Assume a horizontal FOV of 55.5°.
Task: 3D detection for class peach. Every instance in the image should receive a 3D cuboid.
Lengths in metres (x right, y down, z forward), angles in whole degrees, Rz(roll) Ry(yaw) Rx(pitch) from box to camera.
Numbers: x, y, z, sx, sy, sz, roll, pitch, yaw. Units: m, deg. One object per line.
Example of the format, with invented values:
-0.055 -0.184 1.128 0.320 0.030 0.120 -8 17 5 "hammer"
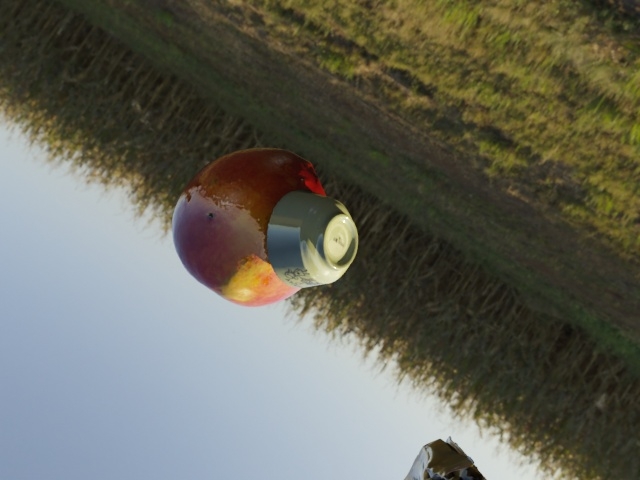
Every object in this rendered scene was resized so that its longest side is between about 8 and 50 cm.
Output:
-0.151 -0.043 1.417 0.388 0.388 0.388 33 178 1 "peach"

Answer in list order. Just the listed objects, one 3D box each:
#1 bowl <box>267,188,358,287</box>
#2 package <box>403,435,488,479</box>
0.000 0.000 1.244 0.112 0.211 0.211 5 159 41 "bowl"
0.194 0.415 0.967 0.311 0.222 0.164 82 168 -83 "package"
